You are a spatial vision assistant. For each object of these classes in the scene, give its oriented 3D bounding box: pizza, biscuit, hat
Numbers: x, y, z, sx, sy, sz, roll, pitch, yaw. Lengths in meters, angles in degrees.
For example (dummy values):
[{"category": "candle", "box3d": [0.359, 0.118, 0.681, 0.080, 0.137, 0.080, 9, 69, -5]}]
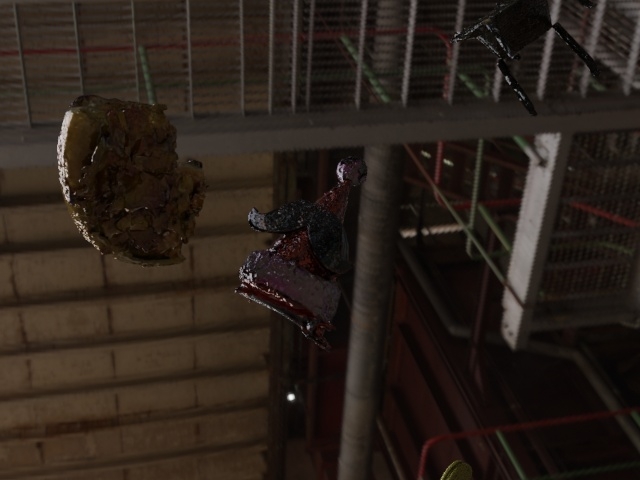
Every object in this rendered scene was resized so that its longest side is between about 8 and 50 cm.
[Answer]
[{"category": "pizza", "box3d": [-0.199, -0.054, 1.028, 0.161, 0.085, 0.305, -39, -31, -9]}, {"category": "biscuit", "box3d": [0.239, 0.432, 1.650, 0.084, 0.023, 0.084, -28, -50, -40]}, {"category": "hat", "box3d": [0.001, 0.000, 1.104, 0.129, 0.140, 0.227, 39, -104, -44]}]

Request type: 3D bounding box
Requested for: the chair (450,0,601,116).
[{"category": "chair", "box3d": [0.281, -0.301, 1.297, 0.174, 0.213, 0.149, -34, -38, 1]}]
